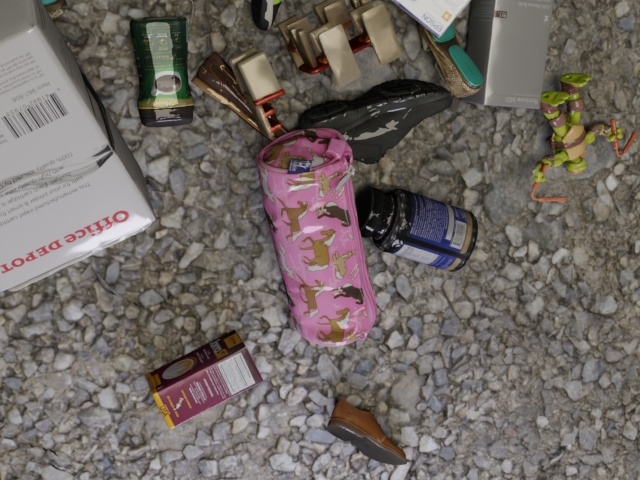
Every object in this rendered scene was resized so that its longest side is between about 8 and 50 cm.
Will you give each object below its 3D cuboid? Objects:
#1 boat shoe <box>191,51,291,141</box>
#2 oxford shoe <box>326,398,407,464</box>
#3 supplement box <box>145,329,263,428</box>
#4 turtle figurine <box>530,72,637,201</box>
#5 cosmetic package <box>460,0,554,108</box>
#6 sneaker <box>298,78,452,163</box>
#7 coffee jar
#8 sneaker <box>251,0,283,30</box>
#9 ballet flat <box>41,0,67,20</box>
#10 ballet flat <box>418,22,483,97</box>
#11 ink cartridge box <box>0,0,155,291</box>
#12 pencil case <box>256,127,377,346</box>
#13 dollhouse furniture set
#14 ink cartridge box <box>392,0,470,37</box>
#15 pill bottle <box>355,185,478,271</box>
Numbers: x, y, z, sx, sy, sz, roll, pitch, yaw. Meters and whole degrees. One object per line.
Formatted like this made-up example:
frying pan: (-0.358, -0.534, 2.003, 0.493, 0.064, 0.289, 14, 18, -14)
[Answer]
boat shoe: (-0.124, -0.244, 1.722, 0.207, 0.073, 0.073, 37, 93, -21)
oxford shoe: (0.103, 0.381, 1.948, 0.212, 0.076, 0.076, 41, 49, -31)
supplement box: (-0.213, 0.252, 1.797, 0.188, 0.104, 0.080, -27, 109, -10)
turtle figurine: (0.493, -0.212, 1.908, 0.269, 0.087, 0.217, -29, 126, -13)
cosmetic package: (0.345, -0.365, 1.821, 0.127, 0.107, 0.238, -1, 100, -19)
sneaker: (0.105, -0.210, 1.797, 0.286, 0.109, 0.130, -17, 117, -5)
coffee jar: (-0.267, -0.284, 1.666, 0.096, 0.079, 0.184, -7, 104, -18)
sneaker: (-0.051, -0.470, 1.684, 0.097, 0.084, 0.234, 10, 100, -20)
ballet flat: (-0.642, -0.345, 1.516, 0.483, 0.164, 0.182, 7, 123, -13)
ballet flat: (0.221, -0.348, 1.795, 0.073, 0.067, 0.206, -18, 77, -35)
ink cartridge box: (-0.469, -0.145, 1.501, 0.285, 0.166, 0.395, -24, 133, 0)
pencil case: (0.000, 0.000, 1.743, 0.160, 0.167, 0.386, -20, 121, -16)
dollhouse furniture set: (-0.009, -0.294, 1.646, 0.259, 0.262, 0.135, -28, 112, -8)
ink cartridge box: (0.194, -0.512, 1.741, 0.223, 0.045, 0.224, 38, 99, -9)
pill bottle: (0.173, -0.026, 1.838, 0.219, 0.123, 0.122, 17, 97, -20)
